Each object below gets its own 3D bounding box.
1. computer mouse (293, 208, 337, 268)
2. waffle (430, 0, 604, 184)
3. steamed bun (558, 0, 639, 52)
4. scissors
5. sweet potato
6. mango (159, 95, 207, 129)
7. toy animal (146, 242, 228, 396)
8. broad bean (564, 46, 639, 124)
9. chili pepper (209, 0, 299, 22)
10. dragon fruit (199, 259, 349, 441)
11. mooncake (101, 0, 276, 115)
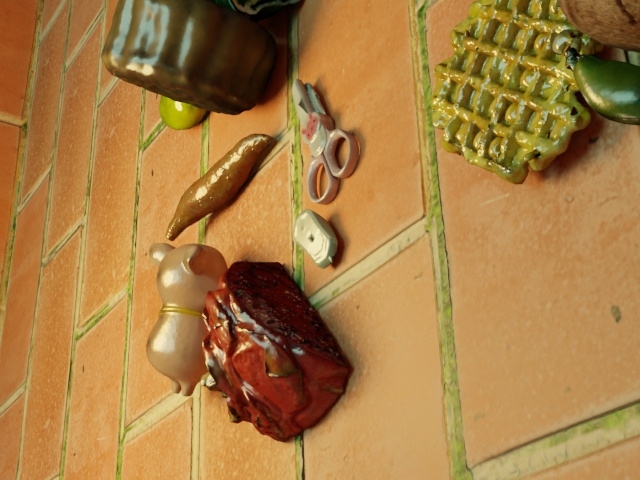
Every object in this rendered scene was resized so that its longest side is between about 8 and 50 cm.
[{"bbox_3d":[0.000,0.000,1.500,0.110,0.032,0.056,51,122,44],"label":"computer mouse"},{"bbox_3d":[0.216,-0.183,1.180,0.262,0.060,0.280,-40,42,49],"label":"waffle"},{"bbox_3d":[0.323,-0.294,0.893,0.301,0.199,0.251,0,76,61],"label":"steamed bun"},{"bbox_3d":[-0.004,-0.164,1.586,0.118,0.030,0.242,-55,38,32],"label":"scissors"},{"bbox_3d":[-0.172,-0.097,1.819,0.314,0.072,0.066,-37,49,36],"label":"sweet potato"},{"bbox_3d":[-0.267,-0.272,2.058,0.163,0.089,0.117,136,133,-61],"label":"mango"},{"bbox_3d":[-0.211,0.128,1.707,0.165,0.149,0.248,0,87,45],"label":"toy animal"},{"bbox_3d":[0.306,-0.131,0.972,0.070,0.048,0.213,-49,45,1],"label":"broad bean"},{"bbox_3d":[-0.139,-0.433,1.868,0.099,0.136,0.270,63,163,-16],"label":"chili pepper"},{"bbox_3d":[-0.108,0.168,1.487,0.205,0.152,0.317,-67,29,16],"label":"dragon fruit"},{"bbox_3d":[-0.223,-0.318,1.791,0.290,0.290,0.161,19,89,61],"label":"mooncake"}]
